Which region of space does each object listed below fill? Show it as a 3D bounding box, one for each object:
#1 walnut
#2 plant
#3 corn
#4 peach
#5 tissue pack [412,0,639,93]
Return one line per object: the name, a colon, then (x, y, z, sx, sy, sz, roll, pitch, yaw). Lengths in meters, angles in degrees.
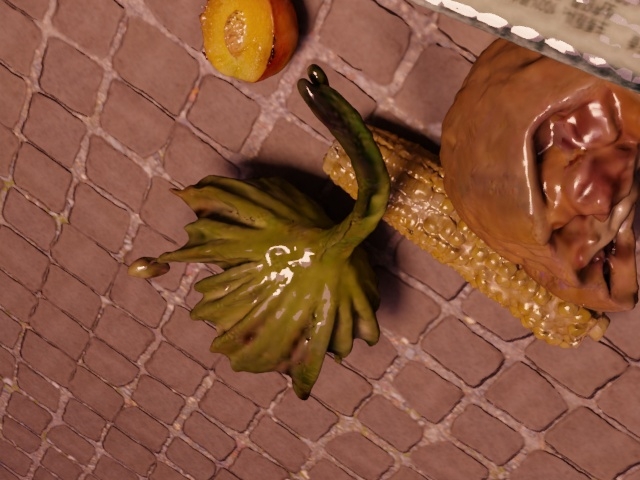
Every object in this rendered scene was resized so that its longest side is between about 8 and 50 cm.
walnut: (0.161, -0.065, 0.672, 0.204, 0.141, 0.238, 51, 140, 36)
plant: (-0.015, 0.027, 0.809, 0.251, 0.180, 0.333, 37, 164, -13)
corn: (0.131, -0.008, 0.823, 0.288, 0.086, 0.086, 35, 136, 4)
peach: (-0.056, -0.185, 0.811, 0.098, 0.061, 0.098, 17, 116, 39)
tissue pack: (0.214, -0.175, 0.533, 0.315, 0.228, 0.103, 26, 139, 10)
